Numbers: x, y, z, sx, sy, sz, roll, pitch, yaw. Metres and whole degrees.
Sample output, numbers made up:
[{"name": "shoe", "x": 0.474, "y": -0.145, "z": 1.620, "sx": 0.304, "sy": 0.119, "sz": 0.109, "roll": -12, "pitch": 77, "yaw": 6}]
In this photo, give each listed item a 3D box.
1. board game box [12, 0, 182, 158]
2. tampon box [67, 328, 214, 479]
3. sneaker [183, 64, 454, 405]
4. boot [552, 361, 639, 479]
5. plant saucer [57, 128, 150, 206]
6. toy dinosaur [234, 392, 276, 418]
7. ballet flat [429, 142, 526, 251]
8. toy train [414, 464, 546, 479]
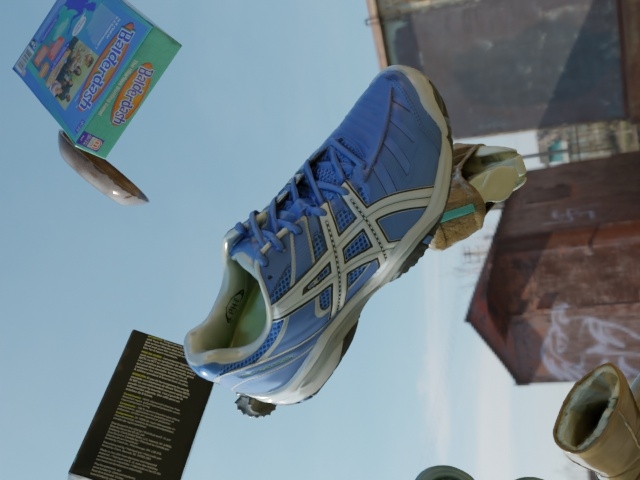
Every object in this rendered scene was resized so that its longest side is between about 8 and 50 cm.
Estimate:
[{"name": "board game box", "x": -0.272, "y": -0.217, "z": 0.836, "sx": 0.160, "sy": 0.210, "sz": 0.047, "roll": -52, "pitch": -37, "yaw": 8}, {"name": "tampon box", "x": -0.180, "y": 0.199, "z": 0.728, "sx": 0.120, "sy": 0.101, "sz": 0.161, "roll": 115, "pitch": 173, "yaw": -50}, {"name": "sneaker", "x": 0.000, "y": 0.000, "z": 0.385, "sx": 0.081, "sy": 0.080, "sz": 0.211, "roll": 18, "pitch": -78, "yaw": -47}, {"name": "boot", "x": 0.441, "y": 0.238, "z": 1.006, "sx": 0.269, "sy": 0.089, "sz": 0.236, "roll": 45, "pitch": -110, "yaw": -45}, {"name": "plant saucer", "x": -0.391, "y": -0.120, "z": 1.247, "sx": 0.036, "sy": 0.198, "sz": 0.198, "roll": -49, "pitch": -31, "yaw": -2}, {"name": "toy dinosaur", "x": -0.086, "y": 0.230, "z": 1.279, "sx": 0.313, "sy": 0.160, "sz": 0.121, "roll": -19, "pitch": -54, "yaw": -53}, {"name": "ballet flat", "x": 0.222, "y": -0.081, "z": 0.995, "sx": 0.342, "sy": 0.124, "sz": 0.116, "roll": -35, "pitch": -76, "yaw": -61}, {"name": "toy train", "x": 0.203, "y": 0.341, "z": 0.682, "sx": 0.190, "sy": 0.334, "sz": 0.142, "roll": -80, "pitch": -2, "yaw": -46}]
